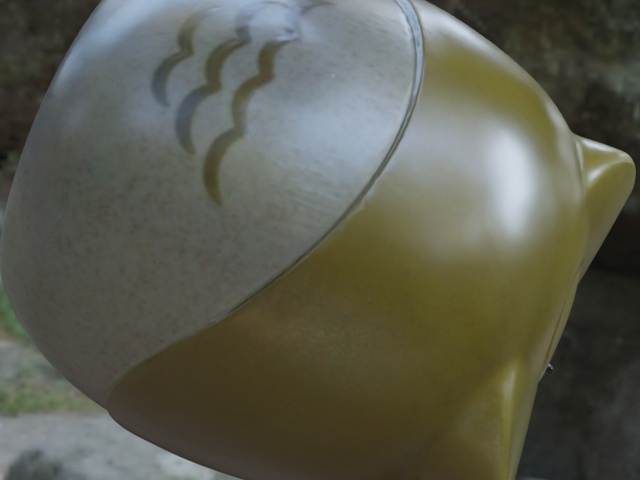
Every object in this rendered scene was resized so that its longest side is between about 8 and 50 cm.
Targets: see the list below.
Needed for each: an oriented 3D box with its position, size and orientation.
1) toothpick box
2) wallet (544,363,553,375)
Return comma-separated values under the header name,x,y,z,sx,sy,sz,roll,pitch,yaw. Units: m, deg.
name,x,y,z,sx,sy,sz,roll,pitch,yaw
toothpick box,0.000,0.000,1.271,0.425,0.409,0.409,23,8,6
wallet,0.183,0.078,1.648,0.082,0.018,0.157,29,20,-30
